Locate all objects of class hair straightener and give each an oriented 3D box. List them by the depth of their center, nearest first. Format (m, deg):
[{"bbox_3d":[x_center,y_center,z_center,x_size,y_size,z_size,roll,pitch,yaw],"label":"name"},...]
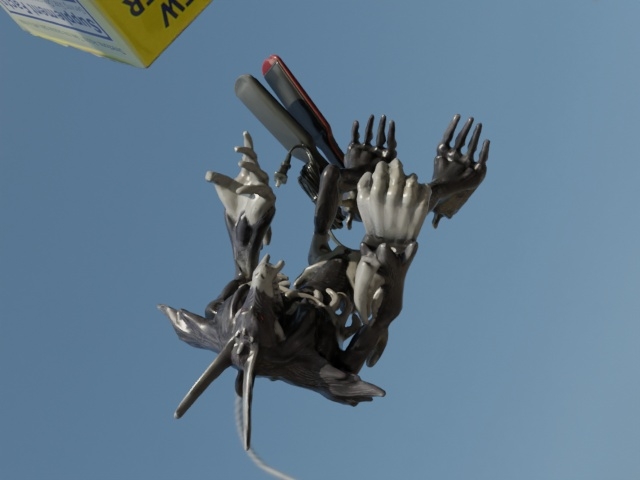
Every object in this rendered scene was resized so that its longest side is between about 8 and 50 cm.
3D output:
[{"bbox_3d":[-0.013,-0.067,1.038,0.089,0.047,0.230,-37,-85,-32],"label":"hair straightener"}]

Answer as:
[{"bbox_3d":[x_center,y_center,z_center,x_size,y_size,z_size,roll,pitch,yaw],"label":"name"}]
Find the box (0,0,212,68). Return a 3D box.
[{"bbox_3d":[-0.085,-0.224,0.366,0.213,0.117,0.243,-48,-52,-14],"label":"box"}]

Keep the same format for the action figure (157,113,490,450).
[{"bbox_3d":[0.000,0.000,0.679,0.276,0.164,0.141,-48,-37,-45],"label":"action figure"}]
